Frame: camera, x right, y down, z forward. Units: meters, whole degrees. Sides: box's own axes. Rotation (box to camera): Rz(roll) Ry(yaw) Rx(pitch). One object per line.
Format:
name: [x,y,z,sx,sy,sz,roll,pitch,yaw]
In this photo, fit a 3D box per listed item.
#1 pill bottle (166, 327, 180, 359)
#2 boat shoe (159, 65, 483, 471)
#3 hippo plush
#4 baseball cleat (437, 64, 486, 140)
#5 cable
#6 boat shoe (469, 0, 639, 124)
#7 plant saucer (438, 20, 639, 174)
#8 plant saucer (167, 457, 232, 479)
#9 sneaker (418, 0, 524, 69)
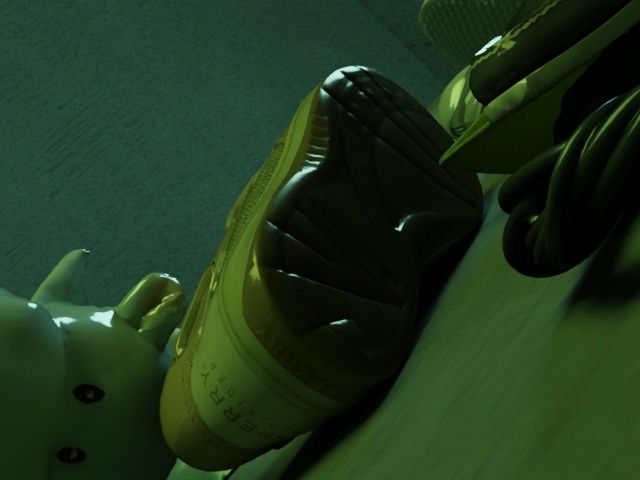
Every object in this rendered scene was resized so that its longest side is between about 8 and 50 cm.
pill bottle: [-0.131,0.129,1.055,0.103,0.103,0.184,-47,3,-13]
boat shoe: [0.000,0.000,0.694,0.110,0.121,0.341,-44,4,28]
hippo plush: [-0.187,0.113,0.661,0.294,0.236,0.234,15,-93,-51]
baseball cleat: [0.176,-0.142,0.917,0.206,0.072,0.109,-48,18,-10]
cable: [0.125,-0.052,0.391,0.184,0.047,0.150,-42,4,-36]
boat shoe: [0.102,-0.117,0.487,0.206,0.065,0.075,-48,9,-38]
plant saucer: [0.160,-0.108,0.636,0.188,0.045,0.188,-47,2,-17]
plant saucer: [-0.082,0.138,0.848,0.195,0.037,0.195,-45,3,3]
sneaker: [0.204,-0.235,1.154,0.127,0.126,0.321,-51,14,-14]
